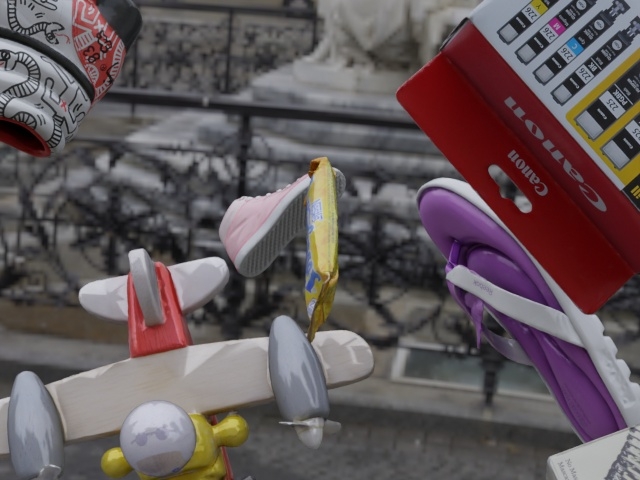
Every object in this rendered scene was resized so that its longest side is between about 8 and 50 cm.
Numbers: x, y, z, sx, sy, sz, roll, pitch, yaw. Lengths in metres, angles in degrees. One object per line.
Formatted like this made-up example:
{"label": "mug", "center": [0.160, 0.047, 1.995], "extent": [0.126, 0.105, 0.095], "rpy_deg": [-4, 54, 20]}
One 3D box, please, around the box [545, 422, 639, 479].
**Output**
{"label": "box", "center": [0.361, 0.221, 1.228], "extent": [0.275, 0.094, 0.113], "rpy_deg": [-21, 59, -3]}

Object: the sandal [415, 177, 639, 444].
{"label": "sandal", "center": [0.233, 0.097, 1.500], "extent": [0.102, 0.169, 0.416], "rpy_deg": [-30, 72, -26]}

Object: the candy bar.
{"label": "candy bar", "center": [0.000, 0.000, 0.749], "extent": [0.018, 0.040, 0.161], "rpy_deg": [8, 29, -6]}

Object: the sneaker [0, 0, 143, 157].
{"label": "sneaker", "center": [-0.259, -0.167, 0.875], "extent": [0.270, 0.145, 0.090], "rpy_deg": [35, -22, -25]}

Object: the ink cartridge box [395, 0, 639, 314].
{"label": "ink cartridge box", "center": [0.274, -0.125, 1.241], "extent": [0.309, 0.272, 0.130], "rpy_deg": [48, -9, 0]}

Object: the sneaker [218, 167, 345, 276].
{"label": "sneaker", "center": [-0.043, -0.032, 1.225], "extent": [0.070, 0.134, 0.051], "rpy_deg": [48, 3, 43]}

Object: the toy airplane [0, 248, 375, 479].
{"label": "toy airplane", "center": [-0.180, 0.195, 1.542], "extent": [0.384, 0.386, 0.272], "rpy_deg": [34, 2, 1]}
